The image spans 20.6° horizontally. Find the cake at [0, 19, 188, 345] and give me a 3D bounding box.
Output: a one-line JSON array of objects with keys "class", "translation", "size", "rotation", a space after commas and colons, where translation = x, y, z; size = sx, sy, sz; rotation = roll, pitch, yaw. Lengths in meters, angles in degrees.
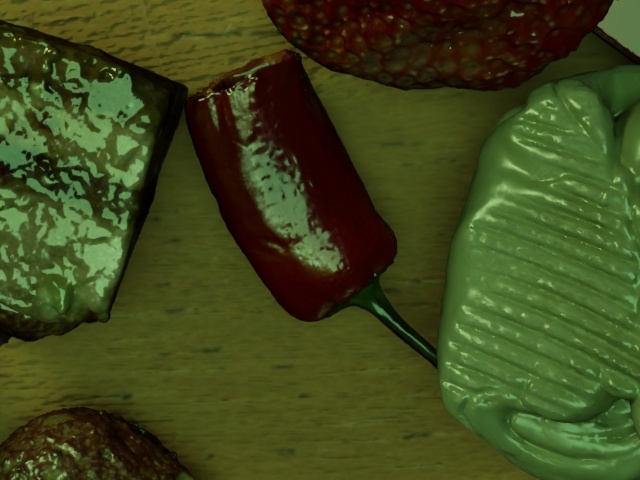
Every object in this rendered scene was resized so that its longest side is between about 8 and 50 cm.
[{"class": "cake", "translation": [-0.251, -0.037, 1.556], "size": [0.196, 0.199, 0.293], "rotation": [20, 96, -5]}]

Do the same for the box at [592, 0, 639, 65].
[{"class": "box", "translation": [0.413, -0.187, 1.590], "size": [0.313, 0.089, 0.197], "rotation": [36, 98, -3]}]

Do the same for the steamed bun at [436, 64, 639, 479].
[{"class": "steamed bun", "translation": [0.286, 0.042, 1.532], "size": [0.342, 0.255, 0.368], "rotation": [24, 94, 26]}]

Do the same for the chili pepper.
[{"class": "chili pepper", "translation": [-0.003, 0.000, 1.590], "size": [0.131, 0.134, 0.338], "rotation": [-28, 100, 2]}]

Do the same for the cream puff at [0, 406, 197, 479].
[{"class": "cream puff", "translation": [-0.213, 0.276, 1.606], "size": [0.240, 0.164, 0.240], "rotation": [-1, 96, -6]}]

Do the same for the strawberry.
[{"class": "strawberry", "translation": [0.098, -0.272, 1.510], "size": [0.351, 0.267, 0.312], "rotation": [-31, 84, 23]}]
